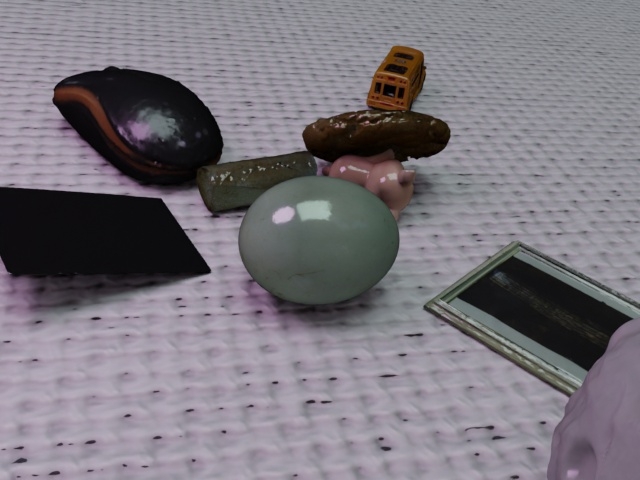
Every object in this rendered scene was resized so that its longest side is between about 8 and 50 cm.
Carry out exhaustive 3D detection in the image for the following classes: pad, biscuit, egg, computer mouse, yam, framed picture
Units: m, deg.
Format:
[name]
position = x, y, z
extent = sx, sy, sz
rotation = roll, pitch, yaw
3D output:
[pad]
position = -0.264, -0.012, 0.875
extent = 0.243, 0.004, 0.163
rotation = 2, 35, -41
[biscuit]
position = 0.082, -0.146, 1.098
extent = 0.226, 0.042, 0.226
rotation = -2, -7, 0
[egg]
position = 0.000, 0.000, 0.862
extent = 0.192, 0.149, 0.149
rotation = 0, 34, -27
[computer mouse]
position = -0.271, -0.194, 1.119
extent = 0.183, 0.116, 0.323
rotation = -17, 41, -41
[yam]
position = -0.084, -0.084, 1.041
extent = 0.169, 0.068, 0.068
rotation = -14, 40, -30
[framed picture]
position = 0.306, 0.102, 0.905
extent = 0.293, 0.018, 0.231
rotation = 31, 39, 29

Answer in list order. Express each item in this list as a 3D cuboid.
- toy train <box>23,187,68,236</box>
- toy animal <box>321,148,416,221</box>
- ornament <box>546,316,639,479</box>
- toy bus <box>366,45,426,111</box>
[toy train]
position = -0.347, -0.011, 0.887
extent = 0.087, 0.050, 0.138
rotation = -12, 40, -21
[toy animal]
position = 0.068, -0.078, 1.062
extent = 0.150, 0.083, 0.089
rotation = 14, 45, 28
[ornament]
position = 0.335, 0.187, 0.526
extent = 0.337, 0.337, 0.337
rotation = 6, 34, -4
[toy bus]
position = 0.149, -0.308, 1.408
extent = 0.083, 0.088, 0.194
rotation = 15, 34, 10
